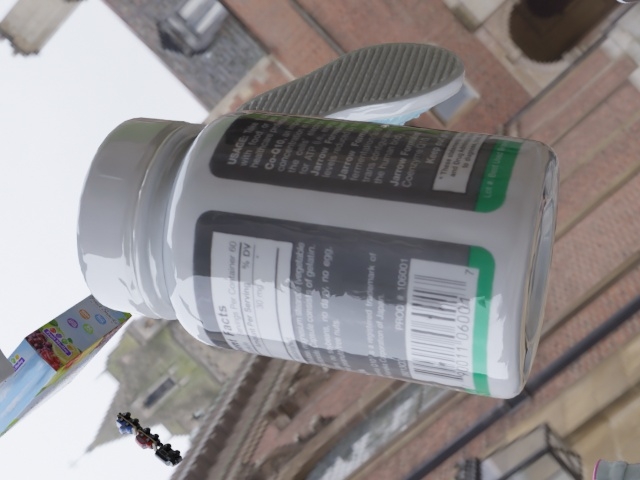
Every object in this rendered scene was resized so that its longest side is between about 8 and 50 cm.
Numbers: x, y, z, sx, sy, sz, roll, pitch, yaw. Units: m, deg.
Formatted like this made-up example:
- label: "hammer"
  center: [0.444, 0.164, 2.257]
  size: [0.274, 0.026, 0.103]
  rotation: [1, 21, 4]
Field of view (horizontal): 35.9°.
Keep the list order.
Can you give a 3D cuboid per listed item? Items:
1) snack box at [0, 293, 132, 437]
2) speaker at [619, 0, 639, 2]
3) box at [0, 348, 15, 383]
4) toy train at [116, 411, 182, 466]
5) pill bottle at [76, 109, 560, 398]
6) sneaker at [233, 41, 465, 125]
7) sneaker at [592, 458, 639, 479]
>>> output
- label: "snack box"
  center: [-0.384, 0.172, 1.401]
  size: [0.070, 0.174, 0.207]
  rotation: [46, -156, 2]
- label: "speaker"
  center: [0.494, -0.389, 1.488]
  size: [0.055, 0.055, 0.136]
  rotation: [41, 180, -16]
- label: "box"
  center: [-0.501, 0.143, 0.934]
  size: [0.215, 0.168, 0.345]
  rotation: [58, -151, -7]
- label: "toy train"
  center: [-0.310, 0.354, 1.757]
  size: [0.158, 0.027, 0.036]
  rotation: [30, -128, 28]
- label: "pill bottle"
  center: [0.000, 0.000, 0.811]
  size: [0.361, 0.204, 0.204]
  rotation: [9, -170, 18]
- label: "sneaker"
  center: [0.042, -0.182, 1.486]
  size: [0.150, 0.365, 0.135]
  rotation: [76, 176, -54]
- label: "sneaker"
  center: [0.386, 0.359, 1.090]
  size: [0.103, 0.111, 0.252]
  rotation: [15, -120, -66]
